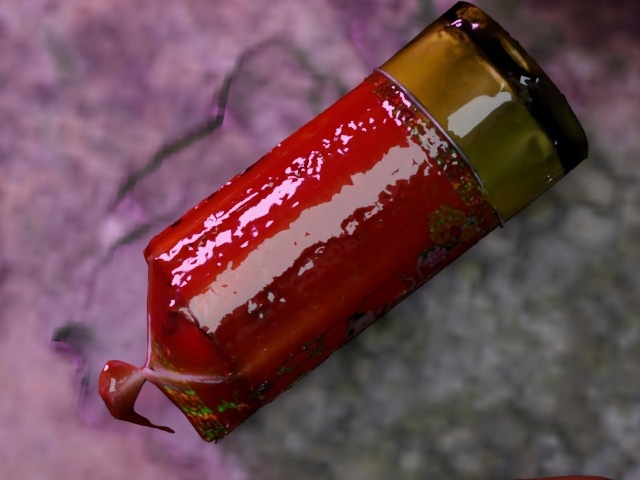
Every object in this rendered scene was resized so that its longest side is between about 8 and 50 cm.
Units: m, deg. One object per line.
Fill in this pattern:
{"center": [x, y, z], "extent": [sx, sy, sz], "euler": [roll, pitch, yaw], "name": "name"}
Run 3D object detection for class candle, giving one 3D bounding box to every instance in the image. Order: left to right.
{"center": [0.000, 0.000, 0.461], "extent": [0.131, 0.052, 0.052], "euler": [-39, 81, -2], "name": "candle"}

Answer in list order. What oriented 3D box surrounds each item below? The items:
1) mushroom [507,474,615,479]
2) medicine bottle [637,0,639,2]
{"center": [0.068, 0.108, 0.431], "extent": [0.088, 0.073, 0.129], "euler": [-32, 83, -36], "name": "mushroom"}
{"center": [0.055, -0.199, 0.391], "extent": [0.306, 0.245, 0.245], "euler": [34, 85, 15], "name": "medicine bottle"}
